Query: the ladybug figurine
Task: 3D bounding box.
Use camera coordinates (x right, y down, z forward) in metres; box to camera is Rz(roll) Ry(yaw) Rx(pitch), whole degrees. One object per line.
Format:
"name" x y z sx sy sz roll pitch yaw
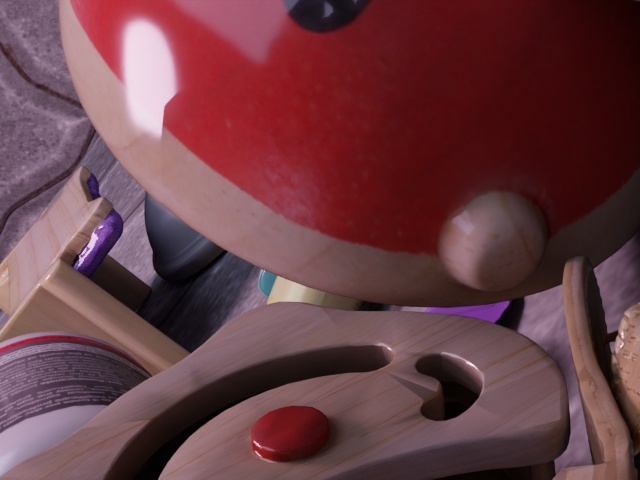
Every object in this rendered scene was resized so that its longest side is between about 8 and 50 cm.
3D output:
"ladybug figurine" 0.020 -0.147 0.651 0.449 0.305 0.162 -116 21 -46

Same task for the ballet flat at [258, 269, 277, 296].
"ballet flat" 0.000 0.000 0.946 0.114 0.041 0.041 -48 18 24

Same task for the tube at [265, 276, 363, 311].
"tube" -0.017 0.067 0.818 0.240 0.062 0.070 -66 -25 -7

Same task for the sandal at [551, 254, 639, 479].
"sandal" 0.122 0.067 0.417 0.079 0.088 0.240 -11 17 17

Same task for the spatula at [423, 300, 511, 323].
"spatula" 0.020 0.134 0.624 0.084 0.030 0.296 -21 38 55

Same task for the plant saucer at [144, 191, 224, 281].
"plant saucer" -0.085 -0.148 1.355 0.400 0.100 0.400 -48 17 21

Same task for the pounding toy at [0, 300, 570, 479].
"pounding toy" 0.012 0.123 0.499 0.154 0.155 0.269 17 37 40

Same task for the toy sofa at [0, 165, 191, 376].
"toy sofa" -0.215 0.055 1.232 0.177 0.150 0.362 -51 16 -3

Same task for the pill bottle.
"pill bottle" -0.139 0.166 0.743 0.176 0.176 0.318 -56 19 -4
